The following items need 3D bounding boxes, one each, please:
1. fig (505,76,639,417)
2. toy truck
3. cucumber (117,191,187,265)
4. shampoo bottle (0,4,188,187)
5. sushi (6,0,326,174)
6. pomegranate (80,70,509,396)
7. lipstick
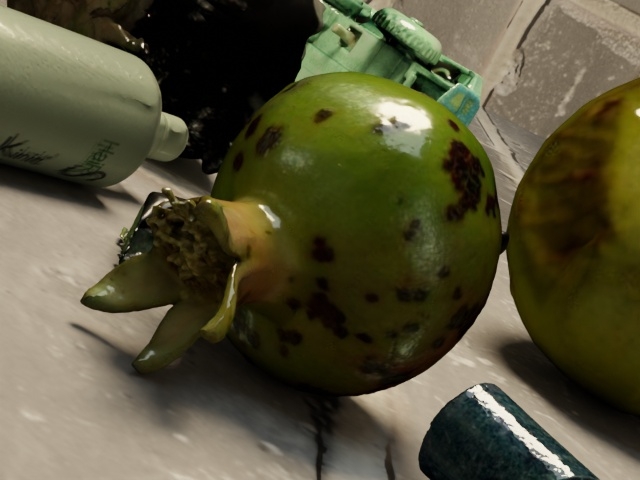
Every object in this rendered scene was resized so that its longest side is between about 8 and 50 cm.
[{"bbox_3d":[0.242,0.019,1.130,0.239,0.239,0.271,31,-19,17],"label":"fig"},{"bbox_3d":[0.034,-0.139,1.500,0.156,0.155,0.279,30,7,-36],"label":"toy truck"},{"bbox_3d":[-0.029,0.014,0.930,0.220,0.046,0.070,19,6,-36],"label":"cucumber"},{"bbox_3d":[-0.172,-0.084,0.914,0.262,0.085,0.085,15,16,-49],"label":"shampoo bottle"},{"bbox_3d":[-0.120,-0.182,1.159,0.219,0.238,0.225,29,21,-23],"label":"sushi"},{"bbox_3d":[0.002,0.007,0.766,0.156,0.156,0.220,30,29,14],"label":"pomegranate"},{"bbox_3d":[0.140,0.146,0.695,0.234,0.053,0.053,38,15,36],"label":"lipstick"}]
